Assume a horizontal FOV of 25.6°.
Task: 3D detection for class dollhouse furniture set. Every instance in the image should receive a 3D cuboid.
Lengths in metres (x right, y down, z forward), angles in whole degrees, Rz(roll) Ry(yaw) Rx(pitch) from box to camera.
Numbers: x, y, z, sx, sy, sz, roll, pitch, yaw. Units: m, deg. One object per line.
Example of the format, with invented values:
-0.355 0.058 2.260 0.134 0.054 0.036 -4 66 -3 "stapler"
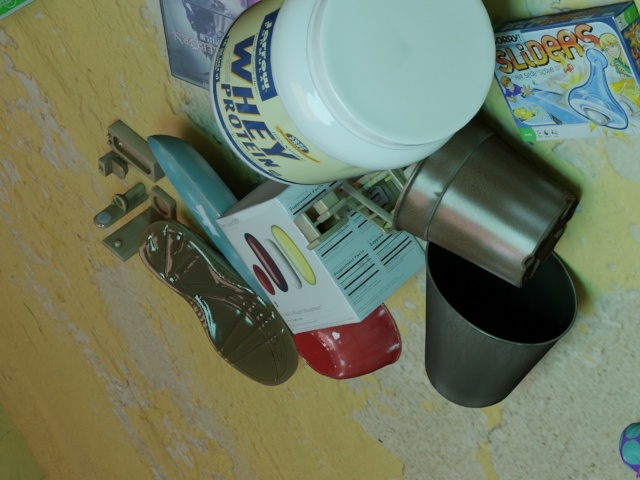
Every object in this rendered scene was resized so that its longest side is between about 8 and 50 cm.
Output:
0.079 -0.049 1.765 0.101 0.161 0.182 52 152 -2 "dollhouse furniture set"
-0.334 -0.083 2.352 0.144 0.123 0.151 38 148 23 "dollhouse furniture set"

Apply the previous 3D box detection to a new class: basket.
0.207 0.105 1.776 0.204 0.154 0.227 42 153 19 "basket"

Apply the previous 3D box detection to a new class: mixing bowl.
0.024 0.143 2.126 0.181 0.098 0.181 35 148 26 "mixing bowl"

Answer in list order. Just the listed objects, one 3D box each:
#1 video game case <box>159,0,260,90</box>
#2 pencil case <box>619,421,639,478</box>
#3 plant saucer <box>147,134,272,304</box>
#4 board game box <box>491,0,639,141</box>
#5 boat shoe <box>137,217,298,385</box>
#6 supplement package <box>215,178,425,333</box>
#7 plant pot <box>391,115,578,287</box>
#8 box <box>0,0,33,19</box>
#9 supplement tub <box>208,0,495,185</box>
-0.136 -0.303 1.897 0.196 0.026 0.274 24 141 24 "video game case"
0.432 0.250 1.699 0.151 0.064 0.070 -17 83 60 "pencil case"
-0.154 -0.040 2.143 0.318 0.043 0.317 52 171 12 "plant saucer"
0.269 -0.175 1.485 0.201 0.035 0.136 0 123 55 "board game box"
-0.157 0.091 2.327 0.341 0.121 0.110 50 -168 -3 "boat shoe"
0.000 0.000 1.946 0.203 0.149 0.194 56 151 -9 "supplement package"
0.196 -0.039 1.626 0.165 0.167 0.167 34 147 16 "plant pot"
-0.605 -0.455 2.318 0.262 0.126 0.231 -7 116 58 "box"
0.030 -0.188 1.565 0.235 0.235 0.325 57 160 -10 "supplement tub"
